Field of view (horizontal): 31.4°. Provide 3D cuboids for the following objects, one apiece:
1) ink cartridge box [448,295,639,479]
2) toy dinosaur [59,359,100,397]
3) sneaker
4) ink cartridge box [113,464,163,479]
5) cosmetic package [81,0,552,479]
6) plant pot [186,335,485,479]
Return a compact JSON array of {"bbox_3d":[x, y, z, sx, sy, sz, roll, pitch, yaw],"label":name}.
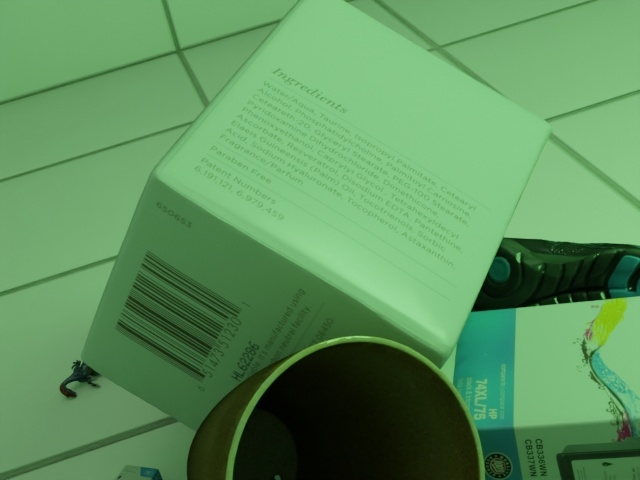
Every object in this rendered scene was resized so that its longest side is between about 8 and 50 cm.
[{"bbox_3d":[0.276,0.187,1.092,0.270,0.198,0.197,-7,28,15],"label":"ink cartridge box"},{"bbox_3d":[-0.322,0.185,1.564,0.082,0.047,0.090,-32,-1,-15],"label":"toy dinosaur"},{"bbox_3d":[0.303,0.060,1.440,0.341,0.125,0.139,6,5,40],"label":"sneaker"},{"bbox_3d":[-0.221,0.296,1.301,0.048,0.028,0.083,1,32,26],"label":"ink cartridge box"},{"bbox_3d":[0.000,0.000,1.257,0.327,0.329,0.394,31,46,1],"label":"cosmetic package"},{"bbox_3d":[-0.020,0.208,1.024,0.237,0.237,0.254,-29,7,-26],"label":"plant pot"}]
